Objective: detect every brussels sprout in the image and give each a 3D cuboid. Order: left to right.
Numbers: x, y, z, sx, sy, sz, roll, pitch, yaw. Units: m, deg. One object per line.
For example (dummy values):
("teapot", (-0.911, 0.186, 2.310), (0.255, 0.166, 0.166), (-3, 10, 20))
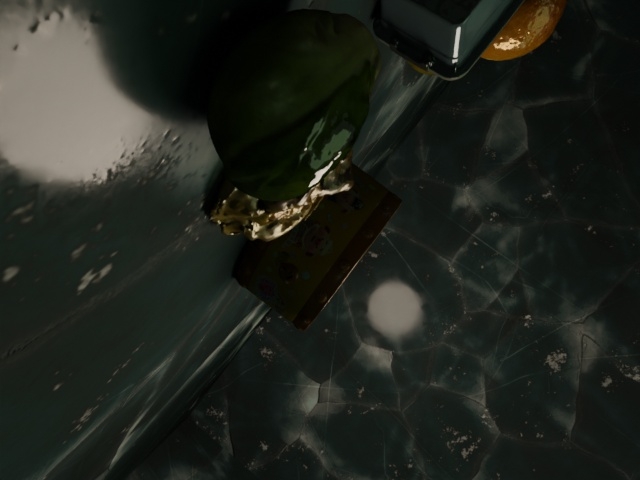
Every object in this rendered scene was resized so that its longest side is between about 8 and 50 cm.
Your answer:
("brussels sprout", (-0.025, -0.120, 0.368), (0.183, 0.131, 0.145), (-49, -178, 23))

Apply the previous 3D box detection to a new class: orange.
("orange", (0.358, -0.465, 0.780), (0.193, 0.219, 0.219), (-25, 169, -12))

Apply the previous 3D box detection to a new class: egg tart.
("egg tart", (-0.033, -0.093, 0.609), (0.297, 0.132, 0.297), (-45, 173, -7))

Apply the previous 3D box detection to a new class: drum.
("drum", (0.000, 0.000, 1.018), (0.431, 0.214, 0.431), (-52, 175, -7))

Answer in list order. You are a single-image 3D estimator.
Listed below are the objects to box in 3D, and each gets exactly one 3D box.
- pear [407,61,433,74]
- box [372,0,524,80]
("pear", (0.208, -0.363, 0.691), (0.149, 0.149, 0.162), (-52, 180, 0))
("box", (0.187, -0.352, 0.542), (0.227, 0.162, 0.130), (-52, 165, 2))
